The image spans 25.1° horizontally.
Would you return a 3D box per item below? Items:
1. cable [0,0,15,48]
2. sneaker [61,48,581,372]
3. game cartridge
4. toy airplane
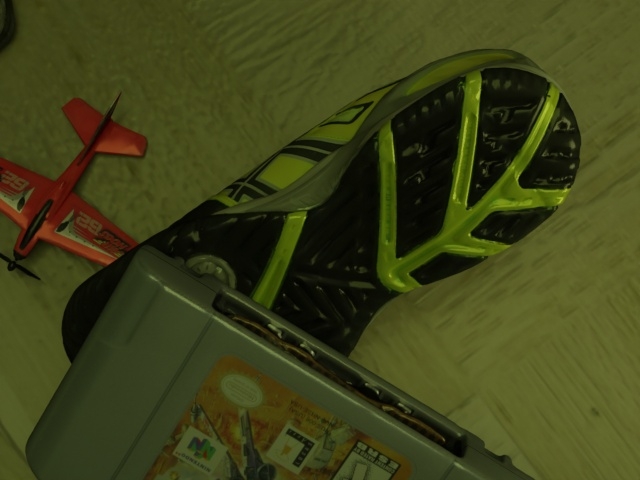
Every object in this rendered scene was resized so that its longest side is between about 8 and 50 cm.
[{"bbox_3d":[-0.293,-0.243,1.045,0.140,0.072,0.287,1,80,-5],"label":"cable"},{"bbox_3d":[0.000,0.000,0.980,0.385,0.147,0.145,-27,106,13],"label":"sneaker"},{"bbox_3d":[-0.035,0.157,0.936,0.297,0.062,0.198,31,108,-3],"label":"game cartridge"},{"bbox_3d":[-0.184,-0.043,1.033,0.151,0.028,0.151,0,81,-1],"label":"toy airplane"}]
